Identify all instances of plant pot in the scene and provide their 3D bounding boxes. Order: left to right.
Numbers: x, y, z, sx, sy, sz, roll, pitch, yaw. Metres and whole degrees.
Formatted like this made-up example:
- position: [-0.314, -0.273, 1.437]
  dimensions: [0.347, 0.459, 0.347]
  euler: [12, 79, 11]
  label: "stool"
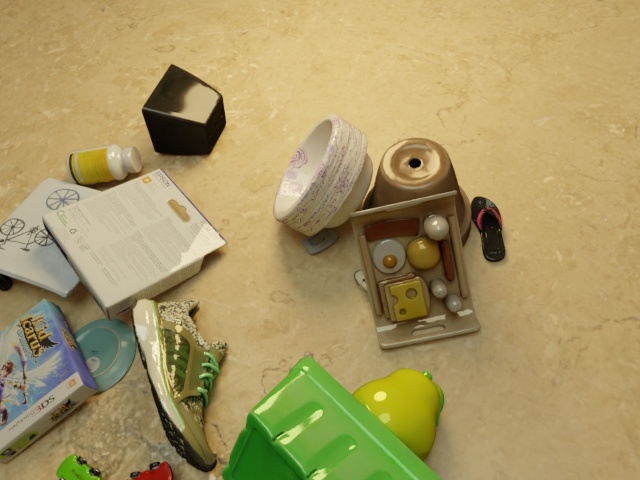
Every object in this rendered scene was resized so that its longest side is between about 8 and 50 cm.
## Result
- position: [-0.371, -0.352, 1.552]
  dimensions: [0.166, 0.187, 0.188]
  euler: [17, 61, 5]
  label: "plant pot"
- position: [0.216, -0.102, 1.242]
  dimensions: [0.262, 0.229, 0.263]
  euler: [-5, 58, 8]
  label: "plant pot"

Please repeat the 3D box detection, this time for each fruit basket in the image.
- position: [0.069, 0.385, 0.983]
  dimensions: [0.391, 0.283, 0.392]
  euler: [20, 25, -9]
  label: "fruit basket"

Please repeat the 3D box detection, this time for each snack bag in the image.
- position: [-0.677, -0.015, 1.420]
  dimensions: [0.322, 0.037, 0.343]
  euler: [16, 51, 12]
  label: "snack bag"

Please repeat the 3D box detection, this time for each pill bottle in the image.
- position: [-0.608, -0.216, 1.543]
  dimensions: [0.184, 0.103, 0.103]
  euler: [-8, 56, 6]
  label: "pill bottle"

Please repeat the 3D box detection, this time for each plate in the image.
- position: [-0.521, 0.262, 1.266]
  dimensions: [0.188, 0.024, 0.188]
  euler: [-5, 56, 7]
  label: "plate"

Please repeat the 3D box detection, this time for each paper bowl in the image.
- position: [0.016, -0.144, 1.303]
  dimensions: [0.148, 0.284, 0.284]
  euler: [27, 57, -21]
  label: "paper bowl"

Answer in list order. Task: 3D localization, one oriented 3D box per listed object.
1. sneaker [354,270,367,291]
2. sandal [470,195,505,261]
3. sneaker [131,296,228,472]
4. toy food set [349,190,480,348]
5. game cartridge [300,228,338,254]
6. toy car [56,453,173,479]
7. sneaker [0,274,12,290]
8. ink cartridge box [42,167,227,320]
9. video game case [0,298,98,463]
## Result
- position: [0.115, 0.102, 1.239]
  dimensions: [0.040, 0.044, 0.109]
  euler: [-38, 57, -12]
  label: "sneaker"
- position: [0.396, -0.036, 1.277]
  dimensions: [0.067, 0.040, 0.179]
  euler: [-8, 56, 6]
  label: "sandal"
- position: [-0.271, 0.272, 1.155]
  dimensions: [0.181, 0.158, 0.410]
  euler: [-17, 59, -22]
  label: "sneaker"
- position: [0.199, 0.064, 1.128]
  dimensions: [0.219, 0.306, 0.092]
  euler: [-13, 13, 4]
  label: "toy food set"
- position: [0.000, 0.000, 1.343]
  dimensions: [0.083, 0.017, 0.056]
  euler: [-32, 54, -10]
  label: "game cartridge"
- position: [-0.427, 0.503, 1.075]
  dimensions: [0.224, 0.053, 0.239]
  euler: [27, 65, 25]
  label: "toy car"
- position: [-0.855, 0.075, 1.408]
  dimensions: [0.170, 0.089, 0.051]
  euler: [34, 70, 25]
  label: "sneaker"
- position: [-0.458, -0.006, 1.363]
  dimensions: [0.330, 0.071, 0.324]
  euler: [-29, 62, -31]
  label: "ink cartridge box"
- position: [-0.661, 0.306, 1.225]
  dimensions: [0.244, 0.061, 0.269]
  euler: [-38, 59, -7]
  label: "video game case"
